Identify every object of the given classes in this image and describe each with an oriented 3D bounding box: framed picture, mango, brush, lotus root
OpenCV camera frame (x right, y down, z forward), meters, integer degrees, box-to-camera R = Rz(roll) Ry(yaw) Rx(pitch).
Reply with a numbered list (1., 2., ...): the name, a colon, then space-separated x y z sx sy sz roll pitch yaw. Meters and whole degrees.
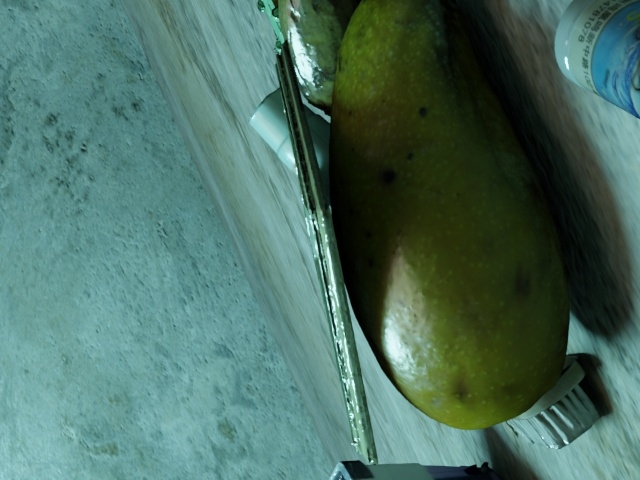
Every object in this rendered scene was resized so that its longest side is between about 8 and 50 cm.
1. framed picture: 0.000 0.000 0.935 0.293 0.018 0.231 -102 1 -59
2. mango: 0.081 -0.023 0.865 0.176 0.175 0.330 -26 86 41
3. brush: 0.174 0.149 1.059 0.065 0.070 0.327 55 170 1
4. lotus root: 0.007 -0.186 1.066 0.089 0.080 0.179 -107 2 -50

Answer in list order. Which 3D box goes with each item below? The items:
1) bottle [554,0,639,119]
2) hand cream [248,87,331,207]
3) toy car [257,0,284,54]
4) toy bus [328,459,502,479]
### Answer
1. bottle: 0.186 -0.065 0.533 0.217 0.060 0.060 48 159 55
2. hand cream: 0.069 -0.016 1.085 0.331 0.058 0.085 43 161 7
3. toy car: -0.048 -0.258 1.301 0.059 0.035 0.122 82 169 -57
4. toy bus: 0.164 0.423 1.189 0.440 0.249 0.209 51 133 52
